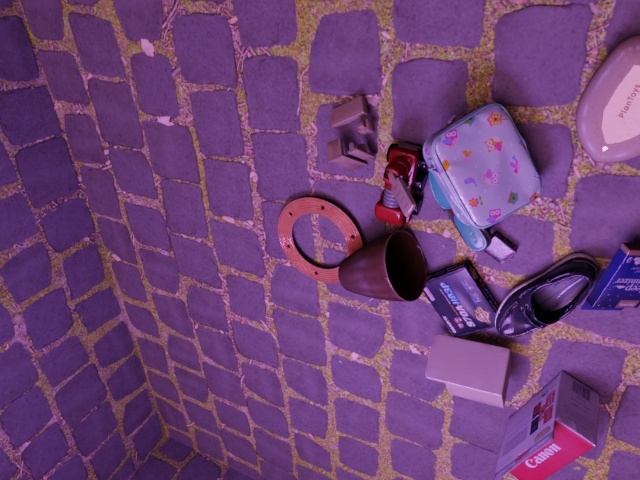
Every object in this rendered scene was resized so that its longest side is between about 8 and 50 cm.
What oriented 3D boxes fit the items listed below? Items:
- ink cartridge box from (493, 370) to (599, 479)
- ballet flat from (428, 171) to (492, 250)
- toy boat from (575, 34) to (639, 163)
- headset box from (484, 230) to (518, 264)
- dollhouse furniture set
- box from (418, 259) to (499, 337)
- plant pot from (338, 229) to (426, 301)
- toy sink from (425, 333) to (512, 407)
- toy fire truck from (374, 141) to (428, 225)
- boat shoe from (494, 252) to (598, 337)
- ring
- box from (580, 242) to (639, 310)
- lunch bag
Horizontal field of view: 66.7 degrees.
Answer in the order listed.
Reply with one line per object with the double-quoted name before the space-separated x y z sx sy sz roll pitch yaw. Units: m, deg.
"ink cartridge box" 0.678 0.599 1.468 0.130 0.272 0.309 32 131 11
"ballet flat" 0.382 -0.100 1.329 0.095 0.096 0.280 -20 107 40
"toy boat" 0.707 -0.257 1.008 0.318 0.148 0.268 34 127 20
"headset box" 0.507 0.023 1.371 0.083 0.032 0.062 41 132 6
"dollhouse furniture set" 0.106 -0.308 1.420 0.144 0.123 0.151 -16 74 38
"box" 0.435 0.183 1.505 0.175 0.051 0.220 -27 103 40
"plant pot" 0.173 0.093 1.518 0.230 0.215 0.215 -13 111 42
"toy sink" 0.470 0.412 1.541 0.234 0.153 0.131 7 149 27
"toy fire truck" 0.215 -0.123 1.320 0.158 0.246 0.217 20 127 21
"boat shoe" 0.607 0.177 1.325 0.127 0.113 0.340 43 124 -3
"ring" 0.000 0.000 1.683 0.336 0.032 0.337 16 126 23
"box" 0.762 0.105 1.212 0.136 0.036 0.225 2 129 -11
"lunch bag" 0.390 -0.182 1.200 0.224 0.108 0.279 -31 100 4
